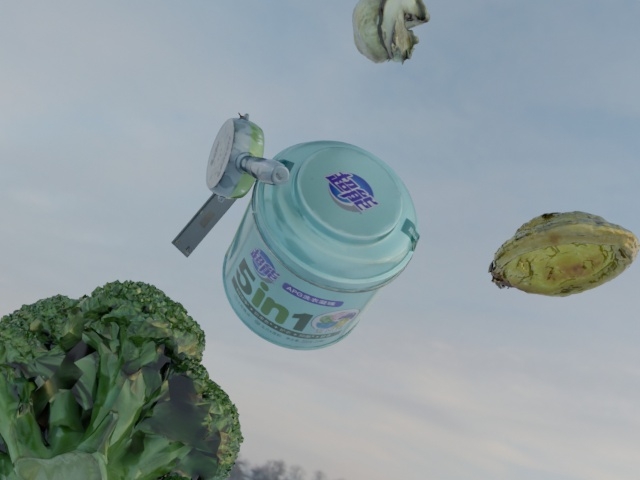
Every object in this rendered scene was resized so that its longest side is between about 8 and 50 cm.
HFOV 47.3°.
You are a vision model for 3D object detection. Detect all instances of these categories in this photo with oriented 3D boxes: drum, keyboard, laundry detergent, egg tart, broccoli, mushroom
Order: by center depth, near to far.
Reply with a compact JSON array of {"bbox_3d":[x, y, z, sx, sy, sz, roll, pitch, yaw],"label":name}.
[{"bbox_3d":[-0.292,0.243,0.935,0.321,0.413,0.310,18,7,27],"label":"broccoli"},{"bbox_3d":[-0.105,-0.086,0.989,0.049,0.130,0.253,16,21,-25],"label":"drum"},{"bbox_3d":[0.000,0.000,1.264,0.287,0.287,0.305,25,-37,-5],"label":"laundry detergent"},{"bbox_3d":[0.458,0.021,1.395,0.279,0.094,0.279,1,-30,1],"label":"egg tart"},{"bbox_3d":[-0.240,-0.047,1.533,0.014,0.176,0.055,27,-17,41],"label":"keyboard"},{"bbox_3d":[0.163,-0.589,1.978,0.164,0.267,0.189,-2,-41,38],"label":"mushroom"}]
